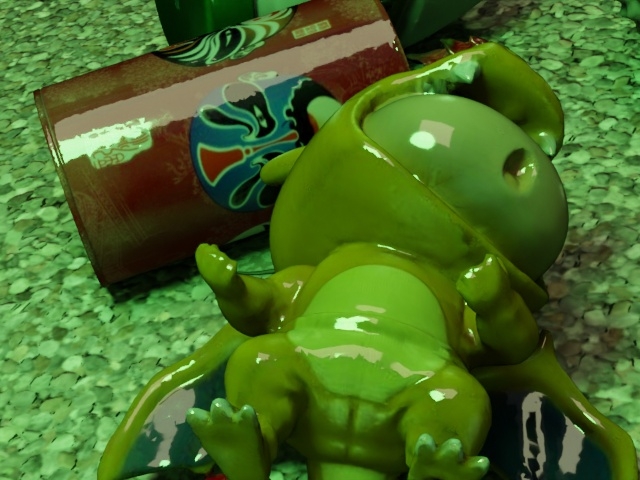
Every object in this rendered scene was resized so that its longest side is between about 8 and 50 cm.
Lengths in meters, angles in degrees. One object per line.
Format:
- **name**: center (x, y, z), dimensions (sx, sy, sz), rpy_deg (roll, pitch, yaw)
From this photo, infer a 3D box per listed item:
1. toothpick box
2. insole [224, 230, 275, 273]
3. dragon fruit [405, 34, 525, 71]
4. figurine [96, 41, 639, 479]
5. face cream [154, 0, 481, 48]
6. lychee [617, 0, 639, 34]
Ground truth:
- **toothpick box**: center (-0.085, -0.102, 1.263), dimensions (0.333, 0.204, 0.204), rpy_deg (-20, 37, -6)
- **insole**: center (0.000, 0.000, 1.264), dimensions (0.193, 0.006, 0.065), rpy_deg (-14, 37, 0)
- **dragon fruit**: center (0.148, -0.152, 1.320), dimensions (0.121, 0.130, 0.142), rpy_deg (-37, 2, -16)
- **figurine**: center (0.026, 0.047, 0.987), dimensions (0.400, 0.268, 0.387), rpy_deg (-5, 40, 20)
- **face cream**: center (0.007, -0.312, 1.421), dimensions (0.356, 0.312, 0.220), rpy_deg (-15, 71, -19)
- **lychee**: center (0.458, -0.332, 1.256), dimensions (0.380, 0.380, 0.432), rpy_deg (16, 30, 34)
